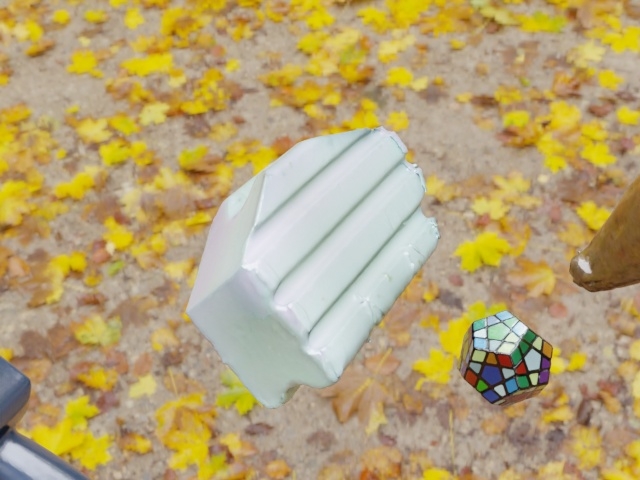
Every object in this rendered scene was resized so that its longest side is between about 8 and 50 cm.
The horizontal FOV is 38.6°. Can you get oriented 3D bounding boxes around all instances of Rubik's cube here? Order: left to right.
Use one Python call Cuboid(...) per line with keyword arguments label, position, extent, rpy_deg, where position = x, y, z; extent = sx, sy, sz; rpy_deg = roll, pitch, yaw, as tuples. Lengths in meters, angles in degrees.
Cuboid(label="Rubik's cube", position=(0.248, 0.159, 1.231), extent=(0.133, 0.133, 0.112), rpy_deg=(23, 27, 25))

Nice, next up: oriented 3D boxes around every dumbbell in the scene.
Cuboid(label="dumbbell", position=(-0.248, 0.250, 0.889), extent=(0.316, 0.143, 0.156), rpy_deg=(35, 32, -3))

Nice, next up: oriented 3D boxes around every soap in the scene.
Cuboid(label="soap", position=(0.000, 0.000, 1.307), extent=(0.261, 0.156, 0.446), rpy_deg=(51, 41, -7))

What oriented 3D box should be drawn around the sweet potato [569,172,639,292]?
Cuboid(label="sweet potato", position=(0.271, -0.047, 0.462), extent=(0.131, 0.337, 0.131), rpy_deg=(27, 41, -26))
